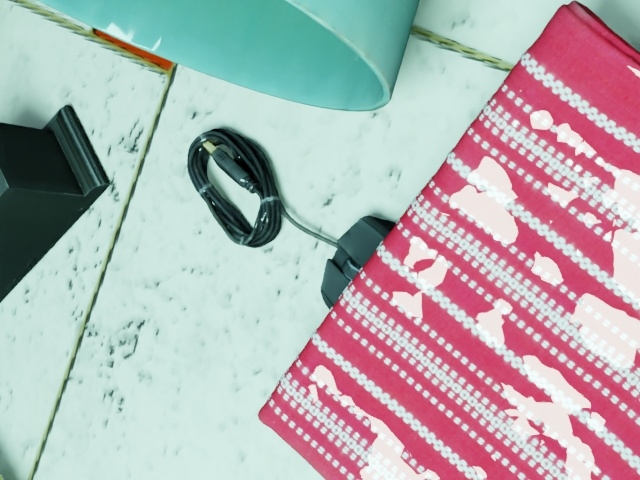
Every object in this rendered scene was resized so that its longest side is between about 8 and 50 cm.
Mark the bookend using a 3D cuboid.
[{"bbox_3d":[-0.250,-0.021,0.843,0.156,0.157,0.072,-43,63,27],"label":"bookend"}]

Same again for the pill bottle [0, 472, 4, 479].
[{"bbox_3d":[-0.220,0.230,0.834,0.103,0.103,0.184,-51,59,23],"label":"pill bottle"}]

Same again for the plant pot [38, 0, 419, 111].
[{"bbox_3d":[-0.058,-0.231,0.646,0.293,0.293,0.235,19,84,37],"label":"plant pot"}]

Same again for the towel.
[{"bbox_3d":[0.109,0.050,0.614,0.199,0.031,0.275,42,112,16],"label":"towel"}]

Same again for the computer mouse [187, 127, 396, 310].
[{"bbox_3d":[0.000,0.000,0.724,0.242,0.041,0.071,32,106,35],"label":"computer mouse"}]
